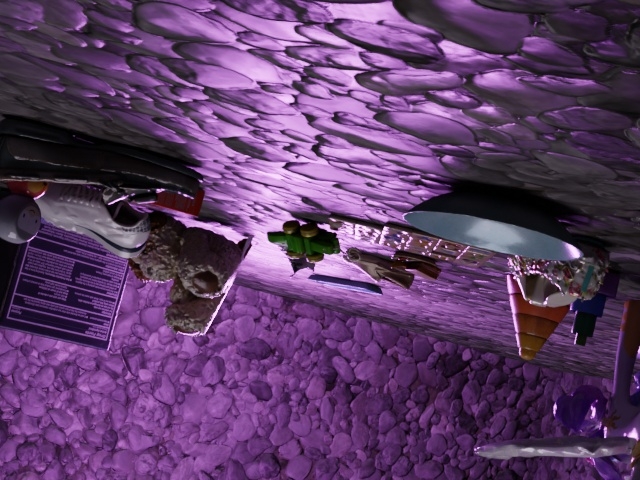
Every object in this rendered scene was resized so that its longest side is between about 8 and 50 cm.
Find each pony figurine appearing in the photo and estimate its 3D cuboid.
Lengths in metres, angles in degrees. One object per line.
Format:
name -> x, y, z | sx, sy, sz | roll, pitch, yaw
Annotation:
pony figurine -> 0.393, 0.248, 1.303 | 0.302, 0.364, 0.351 | 25, 165, -2

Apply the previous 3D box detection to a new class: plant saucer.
plant saucer -> 0.058, 0.103, 2.453 | 0.192, 0.018, 0.067 | 7, 170, 42
plant saucer -> 0.186, -0.020, 1.103 | 0.194, 0.038, 0.195 | 13, 173, 2

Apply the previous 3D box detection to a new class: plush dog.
plush dog -> -0.269, 0.026, 1.987 | 0.225, 0.211, 0.262 | 28, 145, 0

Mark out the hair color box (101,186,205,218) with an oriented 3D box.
hair color box -> -0.249, -0.071, 1.536 | 0.141, 0.043, 0.072 | 16, 174, -15

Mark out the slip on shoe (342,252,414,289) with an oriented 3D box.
slip on shoe -> 0.103, 0.054, 1.857 | 0.135, 0.041, 0.051 | 15, 173, -13

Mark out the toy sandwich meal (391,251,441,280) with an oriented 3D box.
toy sandwich meal -> 0.155, 0.042, 1.704 | 0.085, 0.029, 0.085 | 14, 173, 2

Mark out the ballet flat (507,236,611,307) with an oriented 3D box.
ballet flat -> 0.279, 0.043, 1.267 | 0.091, 0.077, 0.241 | 13, 174, -2

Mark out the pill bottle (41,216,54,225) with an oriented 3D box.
pill bottle -> -0.540, -0.068, 2.044 | 0.120, 0.067, 0.067 | 18, 172, -31

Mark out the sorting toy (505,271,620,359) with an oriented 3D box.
sorting toy -> 0.343, 0.113, 1.510 | 0.127, 0.126, 0.365 | 15, 174, -1

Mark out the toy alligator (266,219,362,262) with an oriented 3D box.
toy alligator -> 0.000, 0.000, 1.595 | 0.189, 0.056, 0.051 | 10, -147, 38

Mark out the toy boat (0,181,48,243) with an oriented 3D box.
toy boat -> -0.512, -0.103, 1.363 | 0.318, 0.148, 0.267 | 17, 172, -25

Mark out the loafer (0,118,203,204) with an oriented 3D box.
loafer -> -0.290, -0.083, 1.339 | 0.267, 0.084, 0.096 | 15, 173, -7

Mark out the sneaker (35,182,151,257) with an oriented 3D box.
sneaker -> -0.407, -0.061, 1.832 | 0.235, 0.090, 0.095 | 23, 141, -1

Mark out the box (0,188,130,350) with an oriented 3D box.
box -> -0.600, 0.067, 2.316 | 0.182, 0.294, 0.296 | 7, 170, 45

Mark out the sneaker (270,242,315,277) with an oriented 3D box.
sneaker -> -0.052, 0.032, 1.868 | 0.098, 0.069, 0.038 | 15, 173, -7

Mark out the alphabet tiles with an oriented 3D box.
alphabet tiles -> 0.128, 0.000, 1.510 | 0.237, 0.009, 0.198 | 13, 173, 3
